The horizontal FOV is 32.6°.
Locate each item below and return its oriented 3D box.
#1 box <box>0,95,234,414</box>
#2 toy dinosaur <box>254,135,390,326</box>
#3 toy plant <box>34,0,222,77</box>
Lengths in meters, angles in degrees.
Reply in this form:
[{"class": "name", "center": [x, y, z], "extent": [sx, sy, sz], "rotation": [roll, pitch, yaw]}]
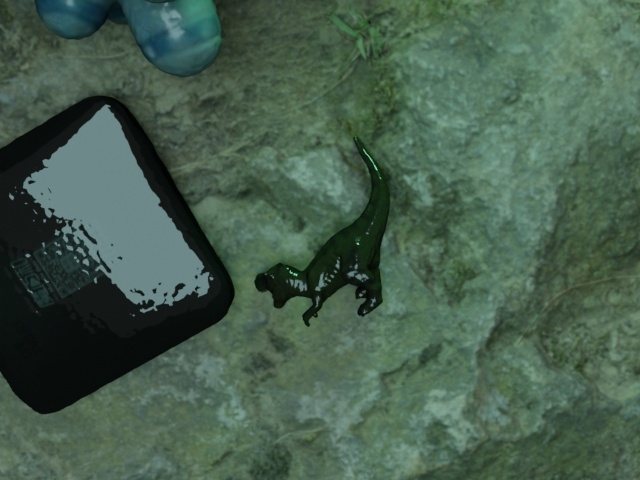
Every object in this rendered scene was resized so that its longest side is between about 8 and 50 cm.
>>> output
[{"class": "box", "center": [-0.278, 0.018, 1.240], "extent": [0.289, 0.073, 0.290], "rotation": [-30, 100, 7]}, {"class": "toy dinosaur", "center": [0.000, 0.000, 1.222], "extent": [0.187, 0.087, 0.179], "rotation": [-22, 102, 5]}, {"class": "toy plant", "center": [-0.193, -0.318, 1.085], "extent": [0.247, 0.247, 0.332], "rotation": [-22, 101, 6]}]
